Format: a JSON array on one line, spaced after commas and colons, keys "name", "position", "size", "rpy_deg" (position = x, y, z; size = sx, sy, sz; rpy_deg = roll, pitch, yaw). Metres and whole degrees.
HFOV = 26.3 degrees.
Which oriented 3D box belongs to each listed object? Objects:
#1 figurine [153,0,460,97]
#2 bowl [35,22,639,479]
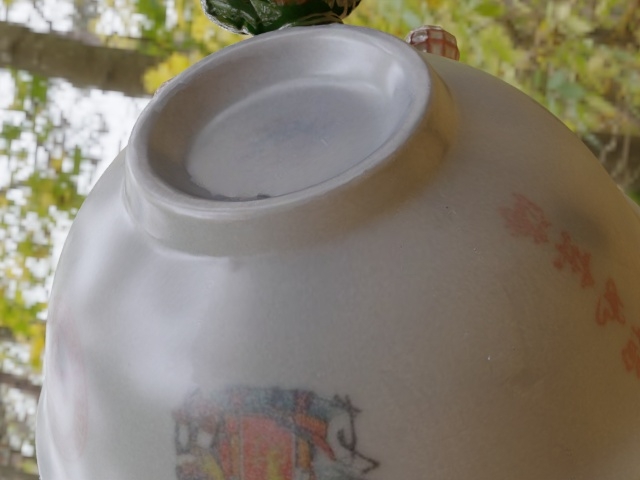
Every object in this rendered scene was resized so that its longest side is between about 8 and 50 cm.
[{"name": "figurine", "position": [-0.008, -0.163, 1.156], "size": [0.167, 0.281, 0.369], "rpy_deg": [138, 116, -70]}, {"name": "bowl", "position": [0.000, 0.000, 0.650], "size": [0.345, 0.346, 0.157], "rpy_deg": [-78, -22, -48]}]
